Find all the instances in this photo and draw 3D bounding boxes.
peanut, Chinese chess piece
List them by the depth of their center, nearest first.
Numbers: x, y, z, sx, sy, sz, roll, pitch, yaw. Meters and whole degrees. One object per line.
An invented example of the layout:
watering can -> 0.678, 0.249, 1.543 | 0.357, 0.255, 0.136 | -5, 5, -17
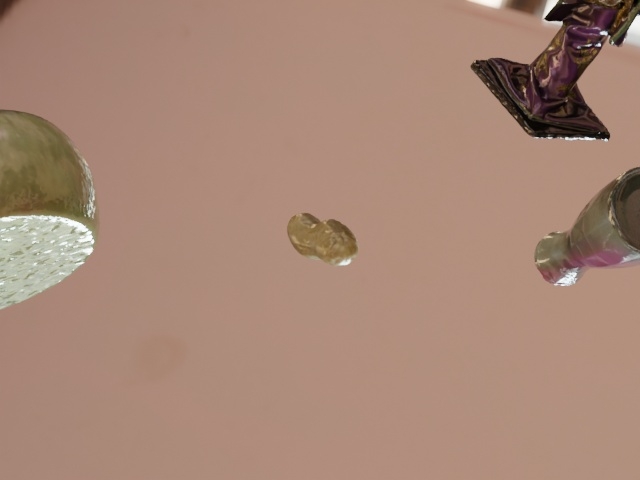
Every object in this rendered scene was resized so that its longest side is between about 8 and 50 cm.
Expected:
Chinese chess piece -> -0.283, -0.011, 1.271 | 0.238, 0.237, 0.092 | 46, 23, -73
peanut -> 0.000, 0.000, 1.353 | 0.037, 0.083, 0.037 | -14, 113, -38

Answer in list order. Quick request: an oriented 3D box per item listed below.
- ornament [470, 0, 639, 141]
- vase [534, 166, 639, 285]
ornament -> 0.183, -0.172, 1.131 | 0.088, 0.081, 0.203 | -4, 127, -37
vase -> 0.274, -0.004, 1.650 | 0.086, 0.086, 0.214 | -67, -170, -19
